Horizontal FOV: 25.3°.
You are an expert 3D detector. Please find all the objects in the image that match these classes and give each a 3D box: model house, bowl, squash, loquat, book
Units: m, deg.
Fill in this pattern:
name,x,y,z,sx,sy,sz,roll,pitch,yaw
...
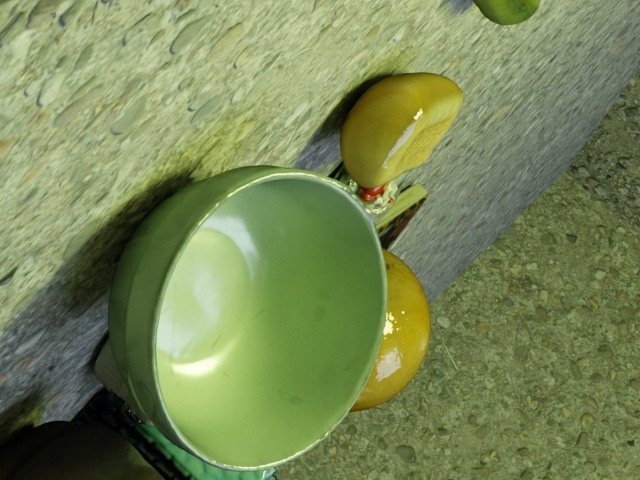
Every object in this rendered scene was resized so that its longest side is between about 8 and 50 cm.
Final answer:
name,x,y,z,sx,sy,sz,roll,pitch,yaw
model house,-0.216,0.334,1.834,0.241,0.261,0.226,-43,168,-28
bowl,-0.091,0.069,1.451,0.307,0.163,0.307,-12,107,-43
squash,0.219,-0.316,1.733,0.083,0.083,0.250,-49,167,7
loquat,0.039,0.126,2.128,0.263,0.263,0.263,-46,170,-11
book,0.009,0.096,2.499,0.300,0.039,0.428,-34,163,-53

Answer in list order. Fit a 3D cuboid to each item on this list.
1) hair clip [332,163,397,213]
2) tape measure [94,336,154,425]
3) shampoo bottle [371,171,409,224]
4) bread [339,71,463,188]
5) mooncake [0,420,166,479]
name,x,y,z,sx,sy,sz,roll,pitch,yaw
hair clip,0.001,0.002,1.966,0.321,0.091,0.138,-48,167,-4
tape measure,-0.136,0.109,1.706,0.231,0.133,0.271,-55,170,32
shampoo bottle,0.081,-0.063,2.167,0.108,0.051,0.221,-44,170,-26
bread,0.093,-0.147,1.770,0.147,0.098,0.217,-52,171,19
mooncake,-0.274,0.342,1.594,0.154,0.306,0.306,-31,162,-39
